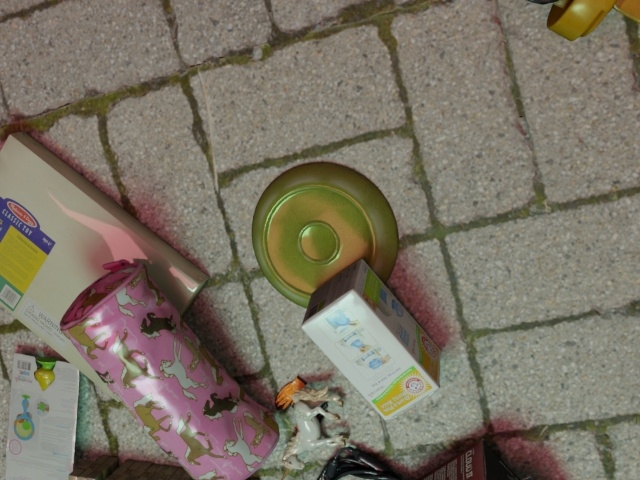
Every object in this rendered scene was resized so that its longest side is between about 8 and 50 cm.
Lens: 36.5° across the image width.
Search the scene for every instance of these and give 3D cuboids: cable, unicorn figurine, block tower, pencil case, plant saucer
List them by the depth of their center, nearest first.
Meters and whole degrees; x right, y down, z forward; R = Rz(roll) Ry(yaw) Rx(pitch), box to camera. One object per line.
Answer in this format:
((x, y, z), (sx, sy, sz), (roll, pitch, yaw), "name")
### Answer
((0.000, 0.000, 1.503), (0.241, 0.037, 0.241), (4, 103, 16), "plant saucer")
((-0.233, 0.210, 1.512), (0.160, 0.167, 0.386), (-37, 107, 3), "pencil case")
((-0.014, 0.310, 1.564), (0.111, 0.060, 0.162), (-4, 92, 15), "unicorn figurine")
((0.077, 0.429, 1.571), (0.184, 0.047, 0.151), (30, 107, 7), "cable")
((-0.258, 0.444, 1.653), (0.335, 0.091, 0.097), (6, 105, 15), "block tower")

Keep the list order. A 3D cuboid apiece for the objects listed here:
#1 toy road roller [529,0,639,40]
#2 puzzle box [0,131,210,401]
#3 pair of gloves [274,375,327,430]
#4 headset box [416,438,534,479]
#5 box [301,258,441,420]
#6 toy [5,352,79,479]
((0.390, -0.403, 1.214), (0.240, 0.202, 0.329), (29, 114, -4), "toy road roller")
((-0.417, 0.043, 1.631), (0.409, 0.052, 0.272), (39, 111, 5), "puzzle box")
((-0.032, 0.271, 1.588), (0.083, 0.010, 0.074), (43, 110, 3), "pair of gloves")
((0.223, 0.458, 1.476), (0.293, 0.110, 0.218), (-38, 105, 21), "headset box")
((0.080, 0.149, 1.451), (0.103, 0.114, 0.203), (-36, 104, 21), "box")
((-0.480, 0.320, 1.711), (0.136, 0.056, 0.237), (7, 99, 19), "toy")
